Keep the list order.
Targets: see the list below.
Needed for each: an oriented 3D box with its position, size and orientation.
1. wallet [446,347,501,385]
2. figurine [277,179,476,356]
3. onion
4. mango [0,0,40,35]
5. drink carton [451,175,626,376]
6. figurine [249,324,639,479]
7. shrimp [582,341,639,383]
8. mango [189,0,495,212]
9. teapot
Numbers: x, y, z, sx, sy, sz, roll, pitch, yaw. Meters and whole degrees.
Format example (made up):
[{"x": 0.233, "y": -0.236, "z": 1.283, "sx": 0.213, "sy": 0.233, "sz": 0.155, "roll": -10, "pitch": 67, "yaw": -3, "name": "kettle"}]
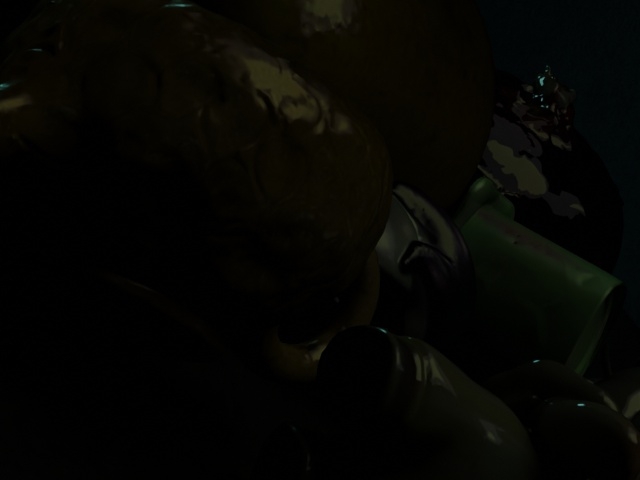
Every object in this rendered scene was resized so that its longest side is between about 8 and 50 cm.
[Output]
[{"x": 0.143, "y": 0.162, "z": 1.306, "sx": 0.262, "sy": 0.071, "sz": 0.221, "roll": 33, "pitch": 19, "yaw": -35, "name": "wallet"}, {"x": 0.000, "y": 0.000, "z": 1.127, "sx": 0.222, "sy": 0.145, "sz": 0.145, "roll": 47, "pitch": 11, "yaw": -5, "name": "figurine"}, {"x": 0.180, "y": -0.061, "z": 1.735, "sx": 0.314, "sy": 0.232, "sz": 0.314, "roll": 31, "pitch": 31, "yaw": -21, "name": "onion"}, {"x": -0.163, "y": -0.150, "z": 1.144, "sx": 0.122, "sy": 0.085, "sz": 0.191, "roll": 33, "pitch": 7, "yaw": -21, "name": "mango"}, {"x": 0.165, "y": 0.051, "z": 1.437, "sx": 0.142, "sy": 0.144, "sz": 0.146, "roll": 32, "pitch": 1, "yaw": 18, "name": "drink carton"}, {"x": 0.135, "y": 0.162, "z": 0.942, "sx": 0.380, "sy": 0.248, "sz": 0.203, "roll": 27, "pitch": -1, "yaw": -34, "name": "figurine"}, {"x": 0.316, "y": 0.227, "z": 1.547, "sx": 0.410, "sy": 0.166, "sz": 0.221, "roll": 59, "pitch": 22, "yaw": -18, "name": "shrimp"}, {"x": 0.006, "y": -0.137, "z": 1.342, "sx": 0.445, "sy": 0.220, "sz": 0.301, "roll": -20, "pitch": 98, "yaw": -73, "name": "mango"}, {"x": -0.073, "y": -0.006, "z": 0.832, "sx": 0.203, "sy": 0.167, "sz": 0.311, "roll": 15, "pitch": -16, "yaw": 40, "name": "teapot"}]
